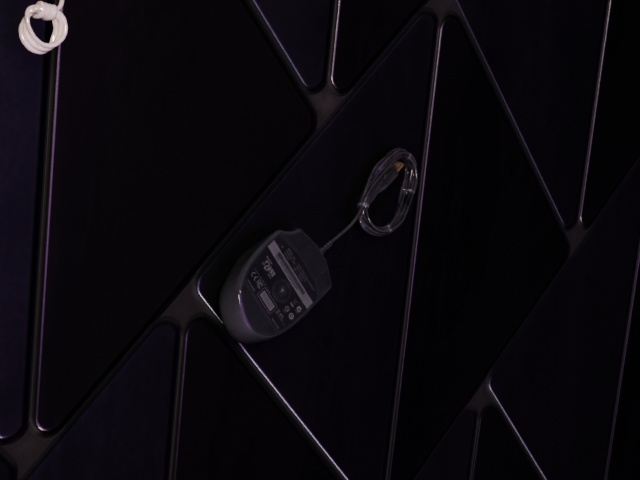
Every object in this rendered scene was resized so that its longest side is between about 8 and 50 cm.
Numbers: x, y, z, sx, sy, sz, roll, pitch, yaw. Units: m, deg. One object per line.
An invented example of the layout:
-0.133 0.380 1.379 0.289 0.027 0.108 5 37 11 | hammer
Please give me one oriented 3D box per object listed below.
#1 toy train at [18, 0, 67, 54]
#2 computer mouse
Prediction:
-0.217 -0.182 0.693 0.166 0.046 0.125 25 85 -41 | toy train
0.000 0.000 0.958 0.242 0.041 0.071 -40 109 -35 | computer mouse
